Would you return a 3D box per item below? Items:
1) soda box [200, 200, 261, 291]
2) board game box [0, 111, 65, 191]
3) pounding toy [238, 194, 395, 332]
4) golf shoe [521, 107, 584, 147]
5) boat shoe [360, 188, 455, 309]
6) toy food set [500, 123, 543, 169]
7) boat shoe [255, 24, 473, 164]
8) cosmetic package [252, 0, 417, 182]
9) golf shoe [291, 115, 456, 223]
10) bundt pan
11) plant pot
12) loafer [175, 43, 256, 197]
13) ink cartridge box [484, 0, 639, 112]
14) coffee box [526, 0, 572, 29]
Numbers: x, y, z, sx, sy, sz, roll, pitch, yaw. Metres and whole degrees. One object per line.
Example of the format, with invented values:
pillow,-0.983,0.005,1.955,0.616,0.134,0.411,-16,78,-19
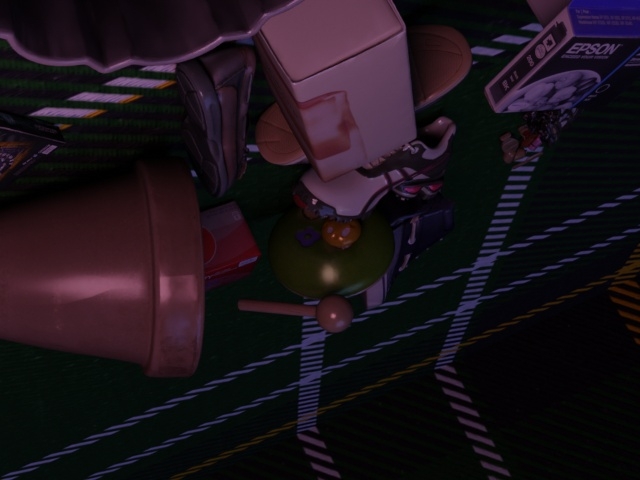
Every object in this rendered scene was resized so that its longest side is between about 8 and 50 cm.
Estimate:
soda box,-0.219,0.036,1.921,0.263,0.092,0.083,-20,163,-24
board game box,-0.376,-0.071,1.502,0.186,0.026,0.126,-33,161,20
pounding toy,0.000,0.000,1.991,0.110,0.183,0.237,80,30,-50
golf shoe,0.347,-0.211,2.094,0.094,0.077,0.198,-41,167,-4
boat shoe,0.130,0.005,2.269,0.158,0.127,0.340,-17,161,-6
toy food set,0.323,-0.158,2.278,0.078,0.019,0.122,-27,155,0
boat shoe,0.057,-0.172,1.731,0.285,0.102,0.092,-28,168,16
cosmetic package,0.010,-0.191,1.513,0.129,0.153,0.296,-27,161,-3
golf shoe,0.075,-0.108,1.967,0.273,0.105,0.120,-19,146,-41
bundt pan,-0.129,-0.275,1.071,0.331,0.124,0.331,-17,153,-9
plant pot,-0.266,0.037,1.656,0.229,0.263,0.263,-3,156,-15
loafer,-0.106,-0.131,1.620,0.084,0.096,0.267,-29,161,-13
ink cartridge box,0.326,-0.225,1.660,0.206,0.045,0.208,-7,153,-38
coffee box,0.415,-0.331,1.747,0.297,0.119,0.168,-12,157,-37
